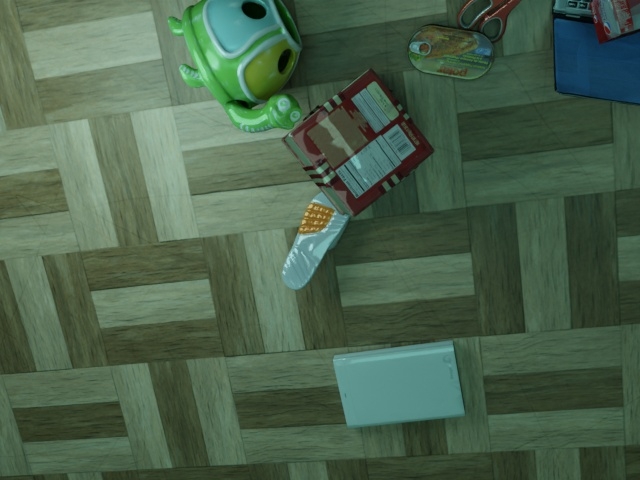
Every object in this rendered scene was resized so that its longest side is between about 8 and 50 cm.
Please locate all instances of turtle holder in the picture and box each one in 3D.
[{"bbox_3d":[-0.161,-0.391,1.477,0.227,0.320,0.243,-25,137,15],"label":"turtle holder"}]

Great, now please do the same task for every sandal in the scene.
[{"bbox_3d":[-0.009,-0.005,1.689,0.102,0.076,0.265,31,96,13],"label":"sandal"}]

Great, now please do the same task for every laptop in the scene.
[{"bbox_3d":[0.672,-0.474,1.358,0.381,0.236,0.408,9,108,5],"label":"laptop"}]

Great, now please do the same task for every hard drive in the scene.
[{"bbox_3d":[0.202,0.372,1.797,0.307,0.040,0.203,-9,106,12],"label":"hard drive"}]

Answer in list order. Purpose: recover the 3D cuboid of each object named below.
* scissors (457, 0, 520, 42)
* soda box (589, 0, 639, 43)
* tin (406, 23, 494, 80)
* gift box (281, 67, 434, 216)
[{"bbox_3d":[0.402,-0.515,1.427,0.109,0.021,0.297,39,140,-9],"label":"scissors"},{"bbox_3d":[0.645,-0.446,1.292,0.263,0.092,0.083,-16,95,0],"label":"soda box"},{"bbox_3d":[0.285,-0.412,1.531,0.189,0.040,0.106,12,115,7],"label":"tin"},{"bbox_3d":[0.093,-0.209,1.525,0.276,0.258,0.255,-34,98,-3],"label":"gift box"}]
